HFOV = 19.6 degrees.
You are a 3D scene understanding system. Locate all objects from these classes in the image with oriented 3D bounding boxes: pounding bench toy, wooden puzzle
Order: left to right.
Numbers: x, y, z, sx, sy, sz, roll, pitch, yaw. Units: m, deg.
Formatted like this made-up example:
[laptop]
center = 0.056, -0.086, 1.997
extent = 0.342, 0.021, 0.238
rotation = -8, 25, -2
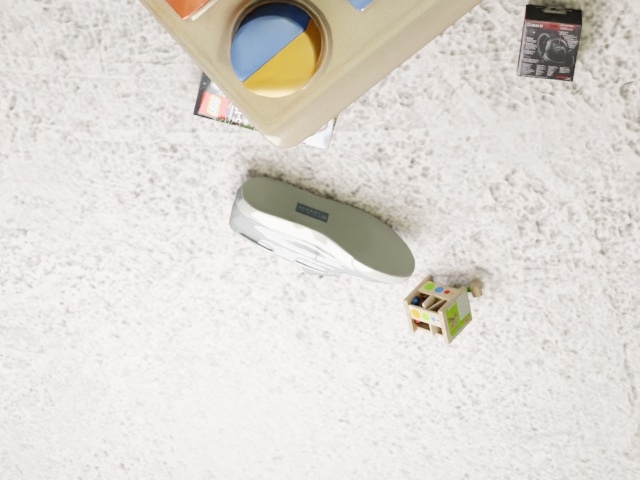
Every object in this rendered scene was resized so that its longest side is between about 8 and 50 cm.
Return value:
[wooden puzzle]
center = -0.032, -0.290, 1.879
extent = 0.322, 0.080, 0.348
rotation = -37, 110, 21
[pounding bench toy]
center = 0.148, 0.074, 2.232
extent = 0.065, 0.083, 0.052
rotation = 17, 136, 37

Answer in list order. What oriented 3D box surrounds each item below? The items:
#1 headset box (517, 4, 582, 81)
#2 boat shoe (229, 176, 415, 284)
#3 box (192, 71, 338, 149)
[headset box]
center = 0.246, -0.215, 1.984
extent = 0.062, 0.032, 0.083
rotation = 5, 129, 3
[boat shoe]
center = -0.001, 0.001, 2.180
extent = 0.227, 0.079, 0.081
rotation = 24, 138, -6
[box]
center = -0.039, -0.218, 2.015
extent = 0.159, 0.044, 0.233
rotation = 14, 130, -4
